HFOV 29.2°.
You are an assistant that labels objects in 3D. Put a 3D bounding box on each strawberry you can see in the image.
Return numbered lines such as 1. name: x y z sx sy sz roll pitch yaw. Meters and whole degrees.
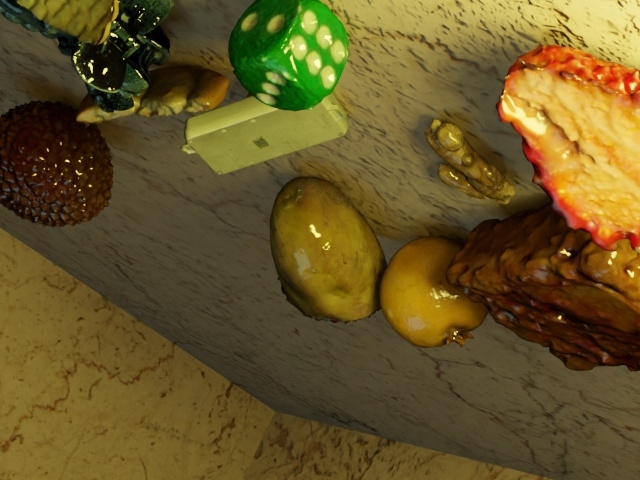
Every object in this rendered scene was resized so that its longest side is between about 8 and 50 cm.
1. strawberry: 0.360 -0.127 1.518 0.280 0.150 0.253 24 142 13

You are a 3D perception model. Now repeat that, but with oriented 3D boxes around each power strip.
1. power strip: -0.088 -0.178 1.947 0.270 0.046 0.118 -16 144 20

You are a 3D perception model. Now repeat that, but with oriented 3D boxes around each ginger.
1. ginger: 0.227 -0.116 1.871 0.176 0.053 0.193 28 170 -5

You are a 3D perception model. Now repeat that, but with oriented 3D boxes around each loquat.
1. loquat: 0.210 0.097 2.234 0.208 0.208 0.208 23 162 8

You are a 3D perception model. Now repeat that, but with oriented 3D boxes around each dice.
1. dice: -0.042 -0.263 1.699 0.120 0.131 0.128 6 153 41

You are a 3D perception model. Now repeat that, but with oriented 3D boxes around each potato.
1. potato: 0.000 0.000 2.262 0.229 0.229 0.266 17 150 26

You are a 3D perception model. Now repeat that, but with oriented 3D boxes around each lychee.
1. lychee: -0.543 -0.147 2.487 0.267 0.268 0.267 23 162 8

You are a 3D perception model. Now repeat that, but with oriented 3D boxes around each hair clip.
1. hair clip: -0.344 -0.330 1.868 0.206 0.195 0.310 22 164 46

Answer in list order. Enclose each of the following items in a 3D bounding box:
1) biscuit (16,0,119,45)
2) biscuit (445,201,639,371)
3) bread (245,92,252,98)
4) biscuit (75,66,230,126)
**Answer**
1. biscuit: -0.380 -0.402 1.721 0.273 0.187 0.036 32 -166 13
2. biscuit: 0.435 0.074 1.922 0.342 0.166 0.395 37 158 -25
3. bread: -0.083 -0.219 2.000 0.085 0.053 0.085 29 162 10
4. biscuit: -0.270 -0.246 2.037 0.299 0.154 0.045 -3 121 29
